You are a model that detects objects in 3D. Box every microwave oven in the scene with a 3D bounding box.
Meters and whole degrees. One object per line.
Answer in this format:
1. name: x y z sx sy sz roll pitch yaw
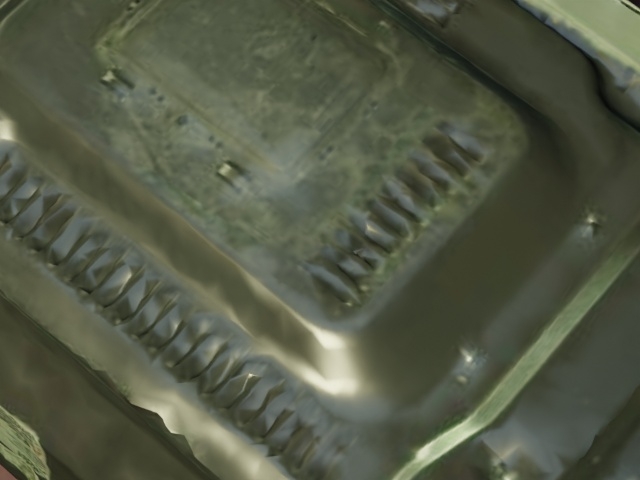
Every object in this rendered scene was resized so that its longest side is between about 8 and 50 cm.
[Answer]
1. microwave oven: 0.000 0.000 0.569 0.295 0.181 0.237 39 68 14
